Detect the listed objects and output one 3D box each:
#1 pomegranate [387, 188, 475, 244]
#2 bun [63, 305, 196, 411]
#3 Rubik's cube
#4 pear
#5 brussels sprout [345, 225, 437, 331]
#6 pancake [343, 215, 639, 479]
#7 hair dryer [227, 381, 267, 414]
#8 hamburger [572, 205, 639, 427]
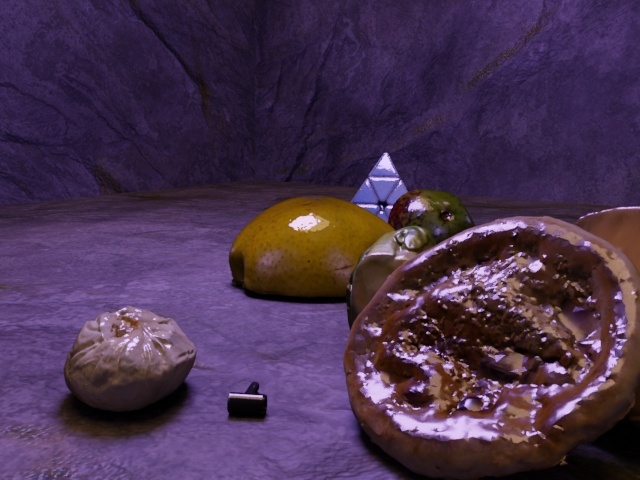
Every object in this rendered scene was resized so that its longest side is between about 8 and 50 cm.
[{"bbox_3d":[0.253,-0.016,1.576,0.214,0.214,0.248,-5,-21,-27],"label":"pomegranate"},{"bbox_3d":[-0.244,0.146,0.824,0.164,0.111,0.188,4,7,3],"label":"bun"},{"bbox_3d":[0.213,-0.098,2.096,0.233,0.229,0.228,34,44,-20],"label":"Rubik's cube"},{"bbox_3d":[0.000,0.000,1.403,0.386,0.191,0.340,-5,12,-26],"label":"pear"},{"bbox_3d":[0.123,0.077,0.962,0.161,0.223,0.223,15,13,10],"label":"brussels sprout"},{"bbox_3d":[0.184,0.106,0.711,0.356,0.065,0.356,-20,41,18],"label":"pancake"},{"bbox_3d":[-0.087,0.197,0.805,0.047,0.026,0.083,3,3,4],"label":"hair dryer"},{"bbox_3d":[0.417,0.099,0.759,0.237,0.276,0.276,17,0,-32],"label":"hamburger"}]
